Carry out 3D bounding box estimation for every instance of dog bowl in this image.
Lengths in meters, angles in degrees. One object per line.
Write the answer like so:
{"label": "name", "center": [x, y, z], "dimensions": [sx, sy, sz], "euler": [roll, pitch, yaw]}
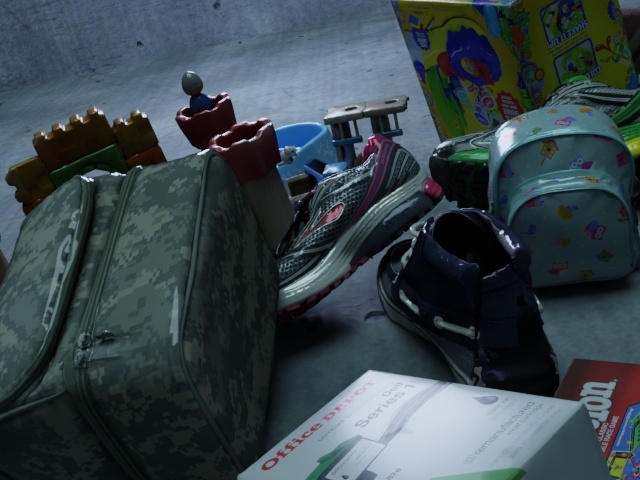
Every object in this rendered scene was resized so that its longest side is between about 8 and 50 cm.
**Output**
{"label": "dog bowl", "center": [-0.077, -0.118, 1.504], "dimensions": [0.166, 0.074, 0.297], "euler": [1, 27, 31]}

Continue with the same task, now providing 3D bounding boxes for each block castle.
{"label": "block castle", "center": [-0.280, -0.042, 1.192], "dimensions": [0.453, 0.213, 0.303], "euler": [-27, 25, -9]}

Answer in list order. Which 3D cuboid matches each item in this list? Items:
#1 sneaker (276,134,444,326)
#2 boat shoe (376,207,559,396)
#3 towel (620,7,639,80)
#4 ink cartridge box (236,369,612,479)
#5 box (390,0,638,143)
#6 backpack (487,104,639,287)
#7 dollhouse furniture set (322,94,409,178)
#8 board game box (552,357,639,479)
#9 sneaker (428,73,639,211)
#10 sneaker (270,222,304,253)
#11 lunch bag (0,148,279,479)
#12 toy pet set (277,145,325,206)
{"label": "sneaker", "center": [0.000, 0.000, 1.050], "dimensions": [0.299, 0.112, 0.121], "euler": [-39, -4, -18]}
{"label": "boat shoe", "center": [0.135, 0.025, 0.935], "dimensions": [0.127, 0.158, 0.340], "euler": [-18, 23, -11]}
{"label": "towel", "center": [0.542, -0.298, 1.391], "dimensions": [0.329, 0.037, 0.237], "euler": [-10, -21, -9]}
{"label": "ink cartridge box", "center": [0.068, 0.179, 0.648], "dimensions": [0.160, 0.093, 0.219], "euler": [-33, 20, -34]}
{"label": "box", "center": [0.288, -0.259, 1.330], "dimensions": [0.177, 0.279, 0.290], "euler": [-32, 27, -16]}
{"label": "backpack", "center": [0.264, -0.046, 0.990], "dimensions": [0.165, 0.188, 0.144], "euler": [-7, 23, 14]}
{"label": "dollhouse furniture set", "center": [0.076, -0.124, 1.356], "dimensions": [0.129, 0.129, 0.184], "euler": [-9, 22, 12]}
{"label": "board game box", "center": [0.225, 0.181, 0.693], "dimensions": [0.145, 0.027, 0.281], "euler": [0, 26, 33]}
{"label": "sneaker", "center": [0.296, -0.124, 1.152], "dimensions": [0.343, 0.134, 0.146], "euler": [-10, 66, -14]}
{"label": "sneaker", "center": [-0.087, 0.000, 1.262], "dimensions": [0.152, 0.054, 0.061], "euler": [-25, 22, -24]}
{"label": "lunch bag", "center": [-0.192, 0.086, 0.847], "dimensions": [0.256, 0.212, 0.305], "euler": [-12, 45, 14]}
{"label": "toy pet set", "center": [-0.024, -0.078, 1.346], "dimensions": [0.065, 0.122, 0.114], "euler": [-16, -15, 14]}
